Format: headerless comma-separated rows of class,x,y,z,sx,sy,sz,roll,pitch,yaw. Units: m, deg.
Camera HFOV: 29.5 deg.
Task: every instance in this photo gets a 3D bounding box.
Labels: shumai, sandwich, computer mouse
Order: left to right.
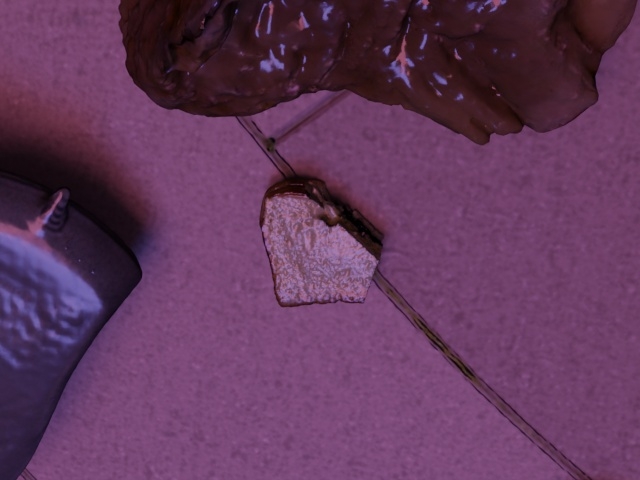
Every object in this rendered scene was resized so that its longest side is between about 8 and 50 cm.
computer mouse,-0.287,0.077,0.990,0.188,0.122,0.371,29,118,-18
sandwich,0.000,0.000,0.939,0.093,0.035,0.104,-9,111,18
shumai,0.045,-0.198,0.796,0.283,0.217,0.346,12,137,-29
